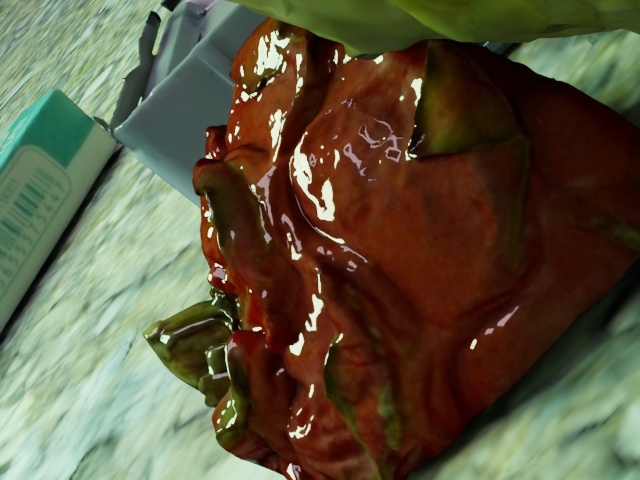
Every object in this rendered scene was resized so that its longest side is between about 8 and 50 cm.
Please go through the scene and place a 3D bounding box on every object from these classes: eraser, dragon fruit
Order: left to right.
[{"bbox_3d":[-0.181,0.026,0.863,0.095,0.052,0.225,-30,26,44],"label":"eraser"},{"bbox_3d":[0.000,0.000,0.422,0.106,0.083,0.162,-55,21,-7],"label":"dragon fruit"}]

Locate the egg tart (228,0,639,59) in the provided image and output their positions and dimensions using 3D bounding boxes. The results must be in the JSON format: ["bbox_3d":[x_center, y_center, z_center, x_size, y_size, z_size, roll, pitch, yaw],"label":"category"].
[{"bbox_3d":[0.060,-0.138,0.364,0.352,0.150,0.352,-22,24,11],"label":"egg tart"}]

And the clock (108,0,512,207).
[{"bbox_3d":[0.024,-0.101,0.582,0.193,0.073,0.144,-43,18,20],"label":"clock"}]
